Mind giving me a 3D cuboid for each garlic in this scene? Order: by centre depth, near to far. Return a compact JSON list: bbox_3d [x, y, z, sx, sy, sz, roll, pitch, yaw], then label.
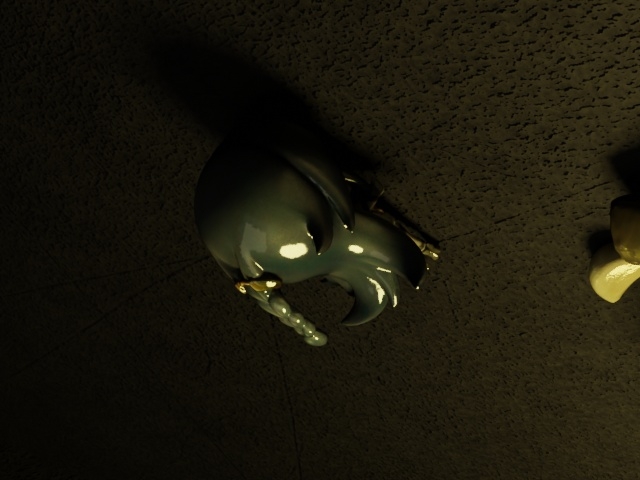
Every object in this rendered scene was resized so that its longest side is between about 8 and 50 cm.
[{"bbox_3d":[0.289,0.028,1.159,0.053,0.041,0.083,29,142,-9],"label":"garlic"}]

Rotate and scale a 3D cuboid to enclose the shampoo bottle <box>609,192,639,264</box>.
[{"bbox_3d":[0.391,0.000,0.954,0.350,0.125,0.084,5,101,52],"label":"shampoo bottle"}]

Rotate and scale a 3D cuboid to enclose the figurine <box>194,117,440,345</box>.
[{"bbox_3d":[-0.006,-0.010,1.233,0.265,0.197,0.175,37,124,-5],"label":"figurine"}]
